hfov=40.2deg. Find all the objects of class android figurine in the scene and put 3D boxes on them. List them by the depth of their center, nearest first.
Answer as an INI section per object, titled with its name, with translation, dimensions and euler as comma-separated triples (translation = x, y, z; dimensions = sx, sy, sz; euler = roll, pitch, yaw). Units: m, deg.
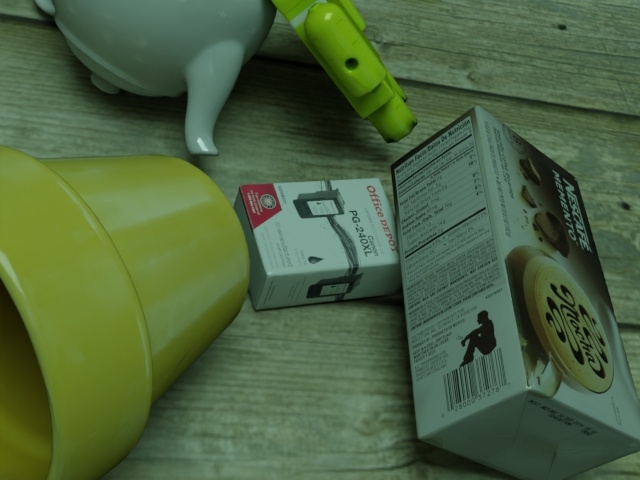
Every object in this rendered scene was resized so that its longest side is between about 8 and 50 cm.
[android figurine]
translation = 0.009, -0.233, 0.927
dimensions = 0.273, 0.056, 0.248
euler = 52, 15, -21

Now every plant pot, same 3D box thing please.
[plant pot]
translation = -0.189, 0.040, 0.653
dimensions = 0.254, 0.254, 0.239
euler = 41, 36, 15

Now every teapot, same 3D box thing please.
[teapot]
translation = -0.186, -0.239, 0.907
dimensions = 0.253, 0.187, 0.256
euler = 29, 21, -21

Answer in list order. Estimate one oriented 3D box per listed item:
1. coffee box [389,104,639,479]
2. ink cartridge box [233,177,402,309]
[coffee box]
translation = 0.169, 0.047, 0.792
dimensions = 0.168, 0.119, 0.297
euler = 28, 43, -33
[ink cartridge box]
translation = 0.000, 0.000, 0.846
dimensions = 0.151, 0.063, 0.109
euler = -5, 55, -22
